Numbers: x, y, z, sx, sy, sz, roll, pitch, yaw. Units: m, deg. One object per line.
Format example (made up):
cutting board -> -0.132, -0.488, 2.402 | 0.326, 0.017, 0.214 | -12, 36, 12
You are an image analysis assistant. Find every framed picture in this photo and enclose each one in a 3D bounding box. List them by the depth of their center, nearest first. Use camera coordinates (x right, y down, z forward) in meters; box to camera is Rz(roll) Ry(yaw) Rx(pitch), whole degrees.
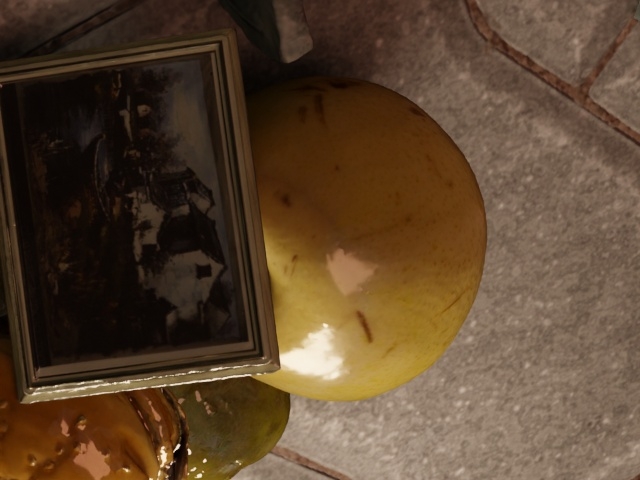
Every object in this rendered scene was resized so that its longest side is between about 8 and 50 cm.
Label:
framed picture -> -0.165, -0.020, 1.671 | 0.232, 0.019, 0.296 | -8, 89, 7

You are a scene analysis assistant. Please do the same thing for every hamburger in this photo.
hamburger -> -0.265, 0.208, 1.803 | 0.319, 0.158, 0.318 | 8, 117, 15

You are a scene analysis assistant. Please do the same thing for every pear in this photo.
pear -> 0.000, 0.000, 1.813 | 0.309, 0.309, 0.309 | -15, 125, -23

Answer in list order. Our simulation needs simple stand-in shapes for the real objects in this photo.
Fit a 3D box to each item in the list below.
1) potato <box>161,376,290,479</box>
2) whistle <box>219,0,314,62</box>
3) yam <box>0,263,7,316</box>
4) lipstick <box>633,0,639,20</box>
potato -> -0.140, 0.153, 1.934 | 0.197, 0.148, 0.228 | -48, 129, -12
whistle -> -0.116, -0.316, 1.645 | 0.188, 0.168, 0.405 | -51, 135, 7
yam -> -0.343, -0.049, 1.697 | 0.133, 0.133, 0.330 | -27, 127, -15
lipstick -> 0.407, -0.344, 2.003 | 0.077, 0.076, 0.289 | 4, 116, -32
